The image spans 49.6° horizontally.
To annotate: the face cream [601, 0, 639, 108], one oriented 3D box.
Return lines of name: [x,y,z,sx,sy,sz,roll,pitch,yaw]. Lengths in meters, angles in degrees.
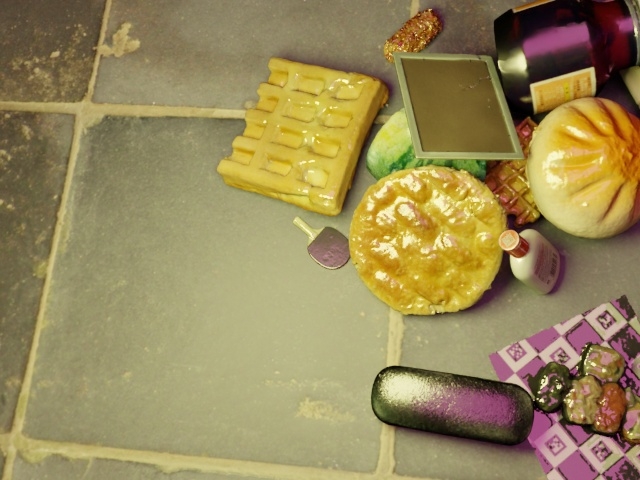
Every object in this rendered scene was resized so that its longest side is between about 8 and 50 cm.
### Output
face cream: [0.757,-0.406,1.554,0.173,0.081,0.349,-21,72,4]

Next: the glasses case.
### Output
glasses case: [0.260,0.328,1.385,0.321,0.082,0.122,7,80,12]

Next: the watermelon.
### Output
watermelon: [0.258,-0.190,1.507,0.261,0.213,0.201,33,59,11]

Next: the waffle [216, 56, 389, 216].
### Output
waffle: [-0.033,-0.247,1.567,0.304,0.077,0.348,16,74,21]

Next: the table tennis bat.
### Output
table tennis bat: [0.000,0.000,1.550,0.156,0.013,0.087,41,82,15]

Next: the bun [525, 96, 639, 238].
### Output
bun: [0.571,-0.154,1.403,0.298,0.165,0.299,4,80,-21]

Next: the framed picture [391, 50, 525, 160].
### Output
framed picture: [0.278,-0.279,1.428,0.231,0.018,0.293,0,58,-10]

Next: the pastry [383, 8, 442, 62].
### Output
pastry: [0.222,-0.492,1.647,0.087,0.063,0.169,41,83,18]

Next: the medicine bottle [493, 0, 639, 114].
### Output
medicine bottle: [0.580,-0.414,1.462,0.395,0.242,0.243,-9,72,18]

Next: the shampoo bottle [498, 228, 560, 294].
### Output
shampoo bottle: [0.421,0.033,1.392,0.051,0.221,0.108,9,77,41]

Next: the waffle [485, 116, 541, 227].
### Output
waffle: [0.455,-0.124,1.514,0.229,0.057,0.219,-43,74,-8]

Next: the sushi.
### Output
sushi: [0.549,0.312,1.369,0.320,0.069,0.339,-22,72,0]

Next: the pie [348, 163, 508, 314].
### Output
pie: [0.217,-0.001,1.422,0.339,0.083,0.340,5,108,16]
